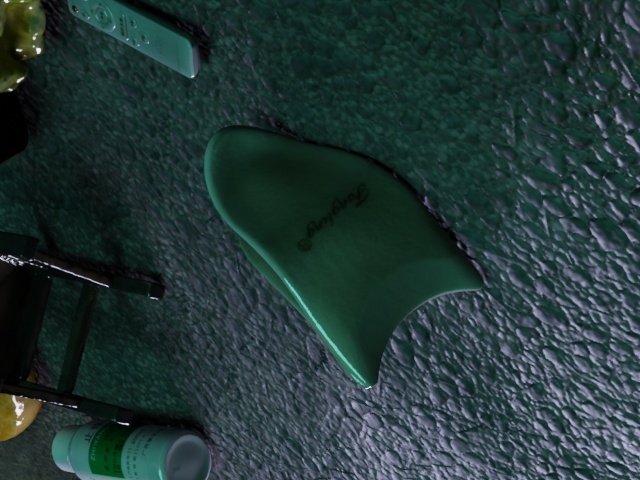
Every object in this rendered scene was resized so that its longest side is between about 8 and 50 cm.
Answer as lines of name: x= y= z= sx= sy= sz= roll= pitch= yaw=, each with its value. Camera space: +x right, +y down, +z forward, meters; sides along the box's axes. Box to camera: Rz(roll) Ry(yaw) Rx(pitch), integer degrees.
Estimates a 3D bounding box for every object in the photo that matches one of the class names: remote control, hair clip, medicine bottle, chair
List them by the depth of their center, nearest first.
hair clip: x=0.002 y=-0.009 z=1.534 sx=0.282 sy=0.172 sz=0.113 roll=36 pitch=153 yaw=32
remote control: x=-0.193 y=-0.225 z=1.614 sx=0.184 sy=0.027 sz=0.050 roll=30 pitch=140 yaw=27
chair: x=-0.435 y=0.086 z=1.931 sx=0.416 sy=0.203 sz=0.240 roll=8 pitch=174 yaw=39
medicine bottle: x=-0.264 y=0.294 z=2.127 sx=0.260 sy=0.095 sz=0.095 roll=-3 pitch=123 yaw=44

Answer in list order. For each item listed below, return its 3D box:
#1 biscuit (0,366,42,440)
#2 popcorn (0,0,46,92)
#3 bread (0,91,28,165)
biscuit: x=-0.532 y=0.173 z=2.270 sx=0.296 sy=0.102 sz=0.296 roll=28 pitch=142 yaw=24
popcorn: x=-0.427 y=-0.237 z=1.642 sx=0.293 sy=0.293 sz=0.237 roll=-5 pitch=109 yaw=46
bread: x=-0.465 y=-0.097 z=1.824 sx=0.212 sy=0.224 sz=0.142 roll=-16 pitch=102 yaw=25
